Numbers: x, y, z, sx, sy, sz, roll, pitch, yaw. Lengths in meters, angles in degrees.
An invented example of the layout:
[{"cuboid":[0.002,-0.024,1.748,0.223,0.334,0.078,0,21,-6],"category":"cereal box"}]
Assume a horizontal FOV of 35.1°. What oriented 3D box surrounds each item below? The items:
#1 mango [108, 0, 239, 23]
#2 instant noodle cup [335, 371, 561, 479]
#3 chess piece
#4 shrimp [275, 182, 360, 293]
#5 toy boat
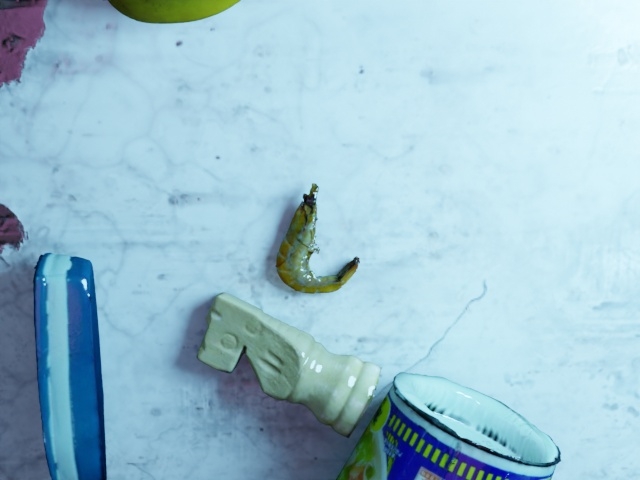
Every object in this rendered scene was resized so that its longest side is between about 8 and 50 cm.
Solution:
[{"cuboid":[-0.135,-0.262,0.973,0.161,0.076,0.103,-5,103,-8],"category":"mango"},{"cuboid":[0.109,0.324,1.094,0.284,0.284,0.312,22,100,-8],"category":"instant noodle cup"},{"cuboid":[-0.038,0.133,1.115,0.200,0.090,0.090,27,107,2],"category":"chess piece"},{"cuboid":[0.000,0.000,1.089,0.091,0.025,0.127,6,113,-3],"category":"shrimp"},{"cuboid":[-0.272,0.160,1.109,0.062,0.096,0.299,-2,112,-9],"category":"toy boat"}]
